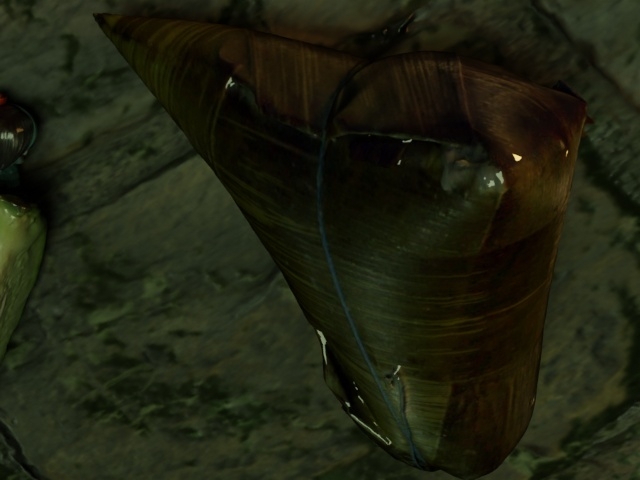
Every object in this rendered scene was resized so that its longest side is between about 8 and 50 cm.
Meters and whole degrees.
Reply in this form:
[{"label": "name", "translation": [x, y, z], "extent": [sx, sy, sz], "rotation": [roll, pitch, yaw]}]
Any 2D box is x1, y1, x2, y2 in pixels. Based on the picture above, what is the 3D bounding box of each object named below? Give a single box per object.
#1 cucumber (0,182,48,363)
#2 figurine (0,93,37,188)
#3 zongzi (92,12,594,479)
[{"label": "cucumber", "translation": [-0.362, 0.052, 1.163], "extent": [0.145, 0.105, 0.325], "rotation": [31, 122, 1]}, {"label": "figurine", "translation": [-0.304, -0.088, 1.109], "extent": [0.060, 0.047, 0.106], "rotation": [41, 130, 12]}, {"label": "zongzi", "translation": [0.000, 0.000, 1.036], "extent": [0.432, 0.208, 0.403], "rotation": [17, 133, 23]}]
